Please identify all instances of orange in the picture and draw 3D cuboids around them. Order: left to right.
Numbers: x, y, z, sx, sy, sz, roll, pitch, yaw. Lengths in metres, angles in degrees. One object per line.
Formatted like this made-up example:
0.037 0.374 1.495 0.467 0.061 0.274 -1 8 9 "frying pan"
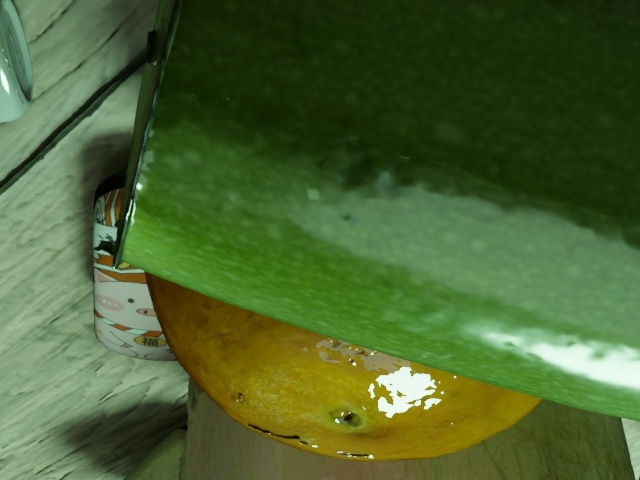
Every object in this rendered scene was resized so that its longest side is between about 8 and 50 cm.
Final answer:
0.032 0.017 1.132 0.284 0.226 0.284 6 148 4 "orange"

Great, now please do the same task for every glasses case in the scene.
-0.119 0.023 1.342 0.103 0.067 0.266 2 154 -4 "glasses case"

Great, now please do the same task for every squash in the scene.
0.098 -0.058 0.877 0.384 0.263 0.263 15 152 -3 "squash"

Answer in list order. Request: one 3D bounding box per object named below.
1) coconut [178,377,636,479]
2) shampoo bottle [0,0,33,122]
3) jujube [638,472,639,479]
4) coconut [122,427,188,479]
0.068 0.244 1.444 0.405 0.404 0.404 1 153 1 "coconut"
-0.292 -0.112 1.098 0.221 0.051 0.108 -1 142 6 "shampoo bottle"
0.414 0.249 1.634 0.243 0.183 0.183 -1 155 -17 "jujube"
-0.105 0.298 1.720 0.244 0.239 0.239 4 153 -9 "coconut"
